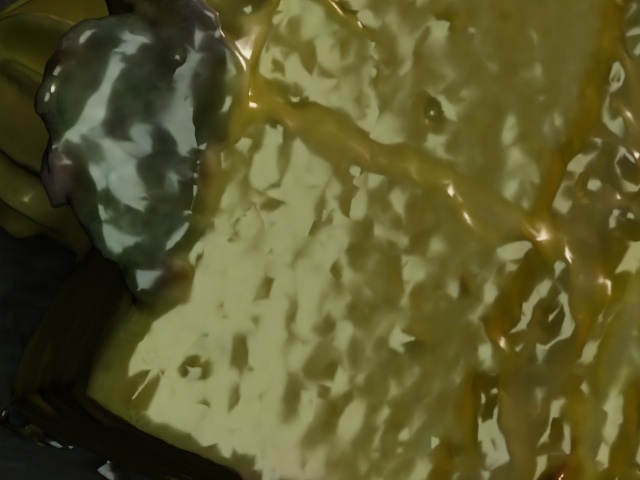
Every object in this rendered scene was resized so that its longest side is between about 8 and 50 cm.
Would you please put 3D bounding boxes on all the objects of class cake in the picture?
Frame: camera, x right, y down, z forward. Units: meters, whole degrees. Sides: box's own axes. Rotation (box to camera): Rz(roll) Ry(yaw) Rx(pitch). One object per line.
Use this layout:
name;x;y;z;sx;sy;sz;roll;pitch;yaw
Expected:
cake;0.000;0.000;0.730;0.286;0.227;0.222;24;76;-15
